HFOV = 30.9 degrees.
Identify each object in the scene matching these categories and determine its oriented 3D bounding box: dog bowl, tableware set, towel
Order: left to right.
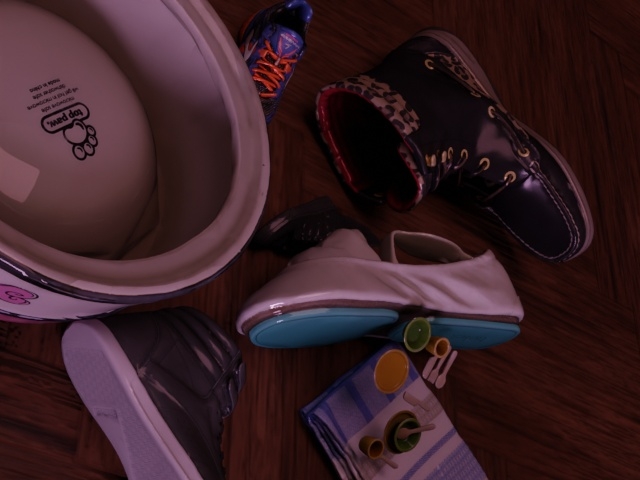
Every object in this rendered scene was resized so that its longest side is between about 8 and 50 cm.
[{"bbox_3d":[-0.246,-0.109,1.005,0.408,0.150,0.408,26,48,-33],"label":"dog bowl"},{"bbox_3d":[0.090,0.161,1.211,0.104,0.024,0.154,38,77,-36],"label":"tableware set"},{"bbox_3d":[0.110,0.262,1.284,0.285,0.034,0.209,58,39,0],"label":"towel"}]

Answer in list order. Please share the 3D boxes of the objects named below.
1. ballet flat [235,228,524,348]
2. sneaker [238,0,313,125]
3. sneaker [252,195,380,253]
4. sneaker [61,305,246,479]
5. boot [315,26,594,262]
[{"bbox_3d":[0.063,0.051,1.280,0.400,0.139,0.139,5,62,-39],"label":"ballet flat"},{"bbox_3d":[-0.064,-0.216,1.370,0.083,0.087,0.221,34,45,-25],"label":"sneaker"},{"bbox_3d":[-0.002,0.001,1.321,0.089,0.051,0.170,57,36,5],"label":"sneaker"},{"bbox_3d":[-0.105,0.183,1.057,0.147,0.104,0.296,-21,77,-44],"label":"sneaker"},{"bbox_3d":[0.174,-0.095,1.493,0.377,0.138,0.284,56,39,4],"label":"boot"}]
